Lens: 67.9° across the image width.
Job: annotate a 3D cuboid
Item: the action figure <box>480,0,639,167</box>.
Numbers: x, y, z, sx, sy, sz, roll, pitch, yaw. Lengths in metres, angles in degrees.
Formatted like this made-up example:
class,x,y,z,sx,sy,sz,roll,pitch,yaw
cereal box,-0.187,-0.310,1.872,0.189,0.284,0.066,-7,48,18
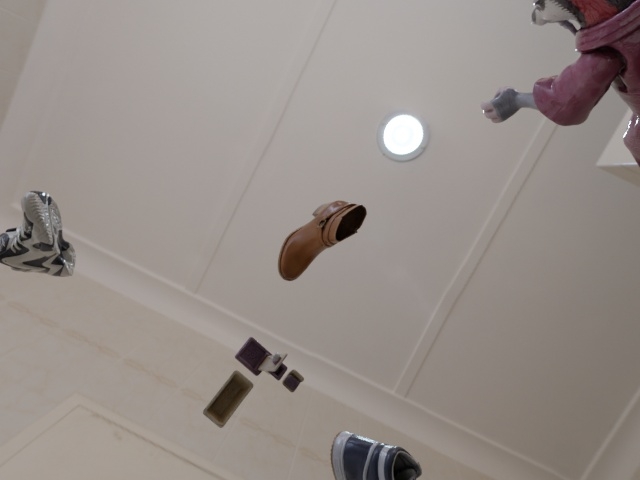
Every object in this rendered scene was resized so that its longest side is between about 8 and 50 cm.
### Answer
class,x,y,z,sx,sy,sz,roll,pitch,yaw
action figure,0.344,-0.158,0.469,0.371,0.275,0.248,23,-64,-21

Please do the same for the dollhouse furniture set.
class,x,y,z,sx,sy,sz,roll,pitch,yaw
dollhouse furniture set,-0.075,0.188,0.585,0.091,0.081,0.114,44,-119,-10

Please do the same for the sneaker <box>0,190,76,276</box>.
class,x,y,z,sx,sy,sz,roll,pitch,yaw
sneaker,-0.620,-0.007,0.987,0.153,0.234,0.094,-3,-124,-11

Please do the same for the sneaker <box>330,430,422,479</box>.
class,x,y,z,sx,sy,sz,roll,pitch,yaw
sneaker,0.126,0.506,0.923,0.153,0.099,0.282,-5,-70,34

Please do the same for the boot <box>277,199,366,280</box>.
class,x,y,z,sx,sy,sz,roll,pitch,yaw
boot,0.000,0.000,0.930,0.073,0.152,0.197,36,-102,-23
